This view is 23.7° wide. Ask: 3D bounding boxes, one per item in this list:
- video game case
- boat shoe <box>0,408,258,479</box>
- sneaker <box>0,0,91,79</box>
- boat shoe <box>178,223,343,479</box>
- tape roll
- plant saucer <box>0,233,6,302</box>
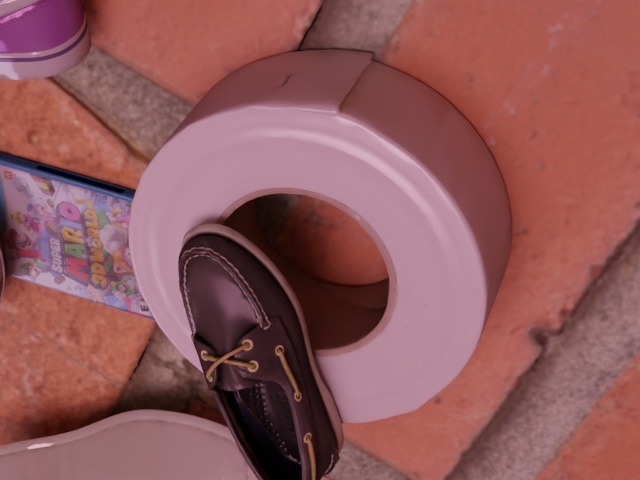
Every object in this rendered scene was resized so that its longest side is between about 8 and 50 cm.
[{"bbox_3d":[-0.207,-0.003,1.297,0.166,0.015,0.119,16,125,11],"label":"video game case"},{"bbox_3d":[-0.179,0.213,1.376,0.305,0.091,0.109,-10,80,23],"label":"boat shoe"},{"bbox_3d":[-0.324,-0.204,1.145,0.282,0.102,0.161,-3,138,10],"label":"sneaker"},{"bbox_3d":[-0.048,0.095,1.143,0.081,0.068,0.227,-14,115,27],"label":"boat shoe"},{"bbox_3d":[0.000,0.000,1.170,0.286,0.100,0.286,10,124,15],"label":"tape roll"},{"bbox_3d":[-0.337,-0.001,1.328,0.168,0.029,0.168,15,124,23],"label":"plant saucer"}]
